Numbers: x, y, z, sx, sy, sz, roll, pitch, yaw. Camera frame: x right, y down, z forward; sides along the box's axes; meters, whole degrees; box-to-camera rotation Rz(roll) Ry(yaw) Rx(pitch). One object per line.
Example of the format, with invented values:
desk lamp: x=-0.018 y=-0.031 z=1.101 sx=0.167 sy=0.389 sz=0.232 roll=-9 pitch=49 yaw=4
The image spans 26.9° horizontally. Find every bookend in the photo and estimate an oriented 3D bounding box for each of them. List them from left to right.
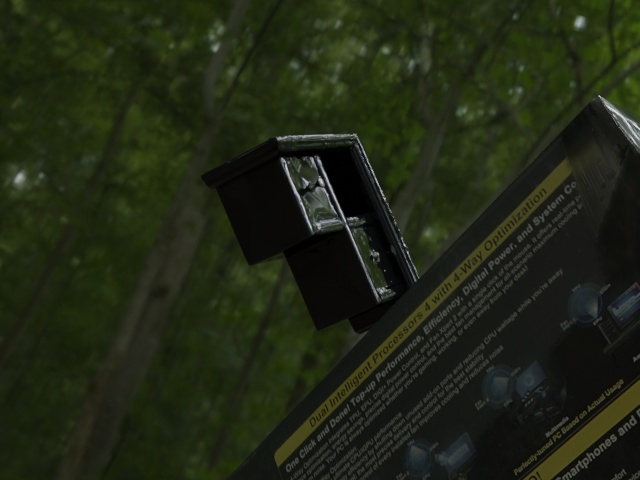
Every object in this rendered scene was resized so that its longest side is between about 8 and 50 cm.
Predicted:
bookend: x=0.000 y=0.000 z=1.057 sx=0.072 sy=0.157 sz=0.156 roll=-26 pitch=-97 yaw=25

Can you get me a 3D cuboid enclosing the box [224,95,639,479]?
box: x=0.079 y=0.188 z=0.565 sx=0.097 sy=0.318 sz=0.395 roll=16 pitch=-55 yaw=-44
